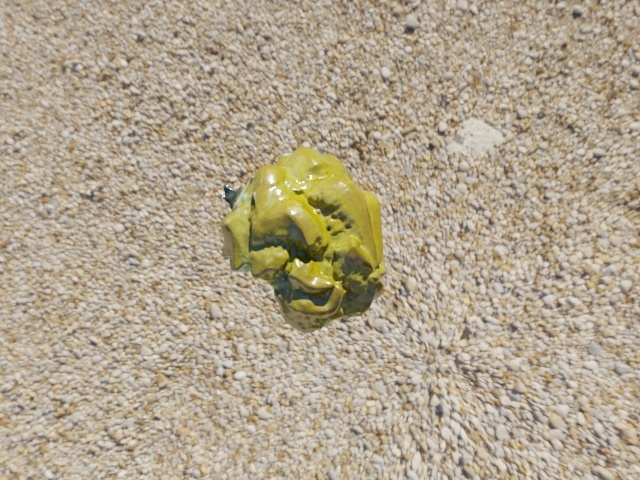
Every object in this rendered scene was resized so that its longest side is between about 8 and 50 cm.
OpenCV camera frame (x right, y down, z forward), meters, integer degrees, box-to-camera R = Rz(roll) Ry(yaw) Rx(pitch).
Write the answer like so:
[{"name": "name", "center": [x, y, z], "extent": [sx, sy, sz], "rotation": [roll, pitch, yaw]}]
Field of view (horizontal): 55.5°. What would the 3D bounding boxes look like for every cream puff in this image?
[{"name": "cream puff", "center": [0.001, 0.001, 0.514], "extent": [0.156, 0.156, 0.121], "rotation": [43, 102, 15]}]
